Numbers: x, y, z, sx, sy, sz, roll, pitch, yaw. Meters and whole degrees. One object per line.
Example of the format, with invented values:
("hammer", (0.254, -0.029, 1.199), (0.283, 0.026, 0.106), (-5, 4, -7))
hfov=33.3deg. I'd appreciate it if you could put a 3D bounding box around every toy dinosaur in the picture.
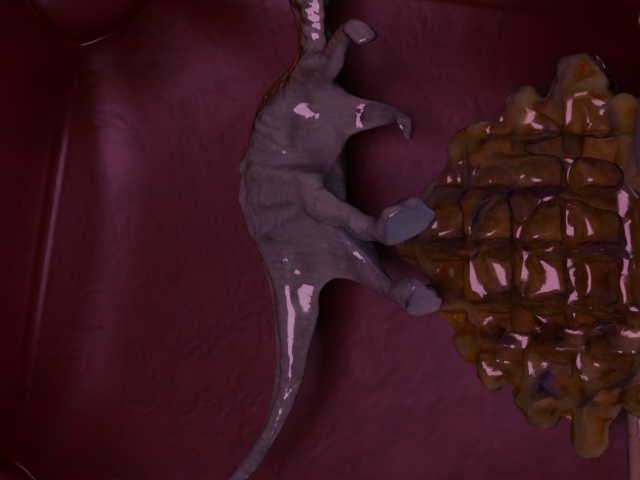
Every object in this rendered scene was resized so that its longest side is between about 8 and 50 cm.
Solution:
("toy dinosaur", (0.000, 0.000, 0.721), (0.205, 0.092, 0.393), (33, 117, 44))

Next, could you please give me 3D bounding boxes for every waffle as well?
("waffle", (0.153, 0.011, 0.678), (0.223, 0.054, 0.204), (51, 120, 21))

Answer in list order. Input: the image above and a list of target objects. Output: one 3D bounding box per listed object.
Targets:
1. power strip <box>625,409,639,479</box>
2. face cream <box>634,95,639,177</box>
("power strip", (0.241, 0.070, 0.686), (0.092, 0.034, 0.268), (-2, 92, 19))
("face cream", (0.292, -0.085, 0.551), (0.187, 0.201, 0.201), (18, 99, -4))
